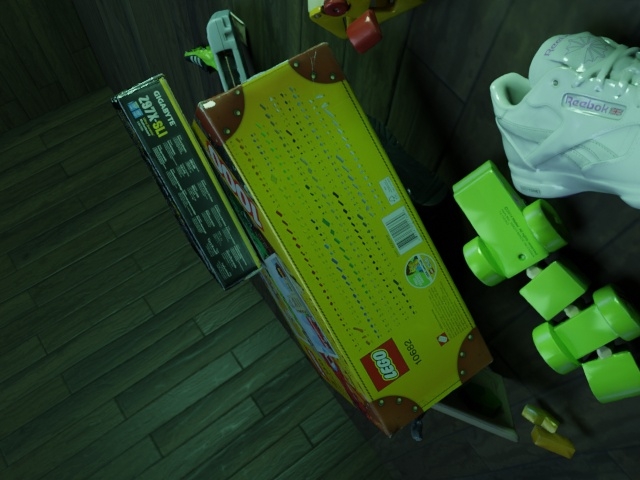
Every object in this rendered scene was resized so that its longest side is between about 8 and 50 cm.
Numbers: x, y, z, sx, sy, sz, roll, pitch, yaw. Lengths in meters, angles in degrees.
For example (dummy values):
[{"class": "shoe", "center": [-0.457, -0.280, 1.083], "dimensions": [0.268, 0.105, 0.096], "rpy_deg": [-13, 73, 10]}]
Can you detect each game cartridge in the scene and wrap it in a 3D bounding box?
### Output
[{"class": "game cartridge", "center": [-0.171, -0.324, 1.166], "dimensions": [0.198, 0.062, 0.297], "rpy_deg": [-114, 8, -62]}]

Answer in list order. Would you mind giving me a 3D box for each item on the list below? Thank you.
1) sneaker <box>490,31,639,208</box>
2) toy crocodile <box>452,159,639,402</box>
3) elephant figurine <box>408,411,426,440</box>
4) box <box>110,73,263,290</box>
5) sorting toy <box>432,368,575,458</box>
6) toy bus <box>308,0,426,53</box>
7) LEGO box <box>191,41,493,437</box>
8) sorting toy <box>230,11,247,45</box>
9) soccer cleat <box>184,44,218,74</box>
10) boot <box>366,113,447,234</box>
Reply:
[{"class": "sneaker", "center": [0.254, -0.109, 0.471], "dimensions": [0.152, 0.114, 0.305], "rpy_deg": [61, 162, -15]}, {"class": "toy crocodile", "center": [0.289, 0.050, 0.690], "dimensions": [0.115, 0.105, 0.340], "rpy_deg": [-43, 76, 30]}, {"class": "elephant figurine", "center": [0.200, 0.312, 1.304], "dimensions": [0.186, 0.169, 0.239], "rpy_deg": [22, 134, 13]}, {"class": "box", "center": [-0.226, -0.100, 0.902], "dimensions": [0.257, 0.079, 0.322], "rpy_deg": [26, 144, 63]}, {"class": "sorting toy", "center": [0.275, 0.258, 0.955], "dimensions": [0.307, 0.041, 0.229], "rpy_deg": [21, -165, 4]}, {"class": "toy bus", "center": [0.080, -0.306, 0.614], "dimensions": [0.104, 0.191, 0.202], "rpy_deg": [9, -149, -51]}, {"class": "LEGO box", "center": [0.000, 0.000, 0.886], "dimensions": [0.500, 0.193, 0.372], "rpy_deg": [61, 166, -8]}, {"class": "sorting toy", "center": [-0.184, -0.467, 1.196], "dimensions": [0.083, 0.012, 0.062], "rpy_deg": [47, 160, 26]}, {"class": "soccer cleat", "center": [-0.305, -0.470, 1.441], "dimensions": [0.179, 0.060, 0.072], "rpy_deg": [25, 146, 54]}, {"class": "boot", "center": [0.101, -0.080, 0.959], "dimensions": [0.246, 0.094, 0.207], "rpy_deg": [44, 155, 21]}]
